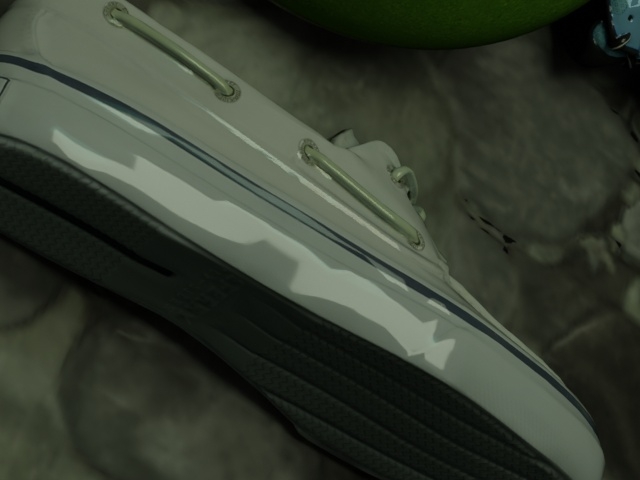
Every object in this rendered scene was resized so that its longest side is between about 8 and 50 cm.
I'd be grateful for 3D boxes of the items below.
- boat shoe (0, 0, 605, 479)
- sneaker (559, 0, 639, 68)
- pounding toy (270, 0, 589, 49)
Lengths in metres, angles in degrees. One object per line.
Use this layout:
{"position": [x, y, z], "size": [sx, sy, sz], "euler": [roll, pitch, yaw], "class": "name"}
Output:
{"position": [0.000, 0.000, 0.561], "size": [0.226, 0.083, 0.076], "euler": [35, 59, -22], "class": "boat shoe"}
{"position": [0.119, -0.076, 0.702], "size": [0.073, 0.063, 0.162], "euler": [-43, 99, -19], "class": "sneaker"}
{"position": [0.026, -0.175, 0.574], "size": [0.183, 0.110, 0.237], "euler": [-36, 94, -9], "class": "pounding toy"}
